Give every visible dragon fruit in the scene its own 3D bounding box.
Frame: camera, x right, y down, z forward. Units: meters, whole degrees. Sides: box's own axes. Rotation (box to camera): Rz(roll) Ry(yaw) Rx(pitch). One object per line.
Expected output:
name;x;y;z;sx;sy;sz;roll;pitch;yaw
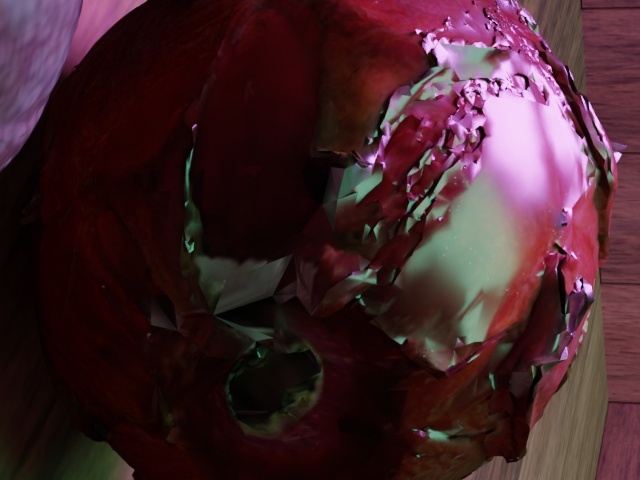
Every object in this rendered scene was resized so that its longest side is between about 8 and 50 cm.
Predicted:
dragon fruit;0.000;0.000;0.918;0.301;0.296;0.295;-85;169;-60

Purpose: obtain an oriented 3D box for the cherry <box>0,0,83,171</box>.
cherry;-0.154;-0.098;0.562;0.192;0.175;0.249;-88;172;-48
